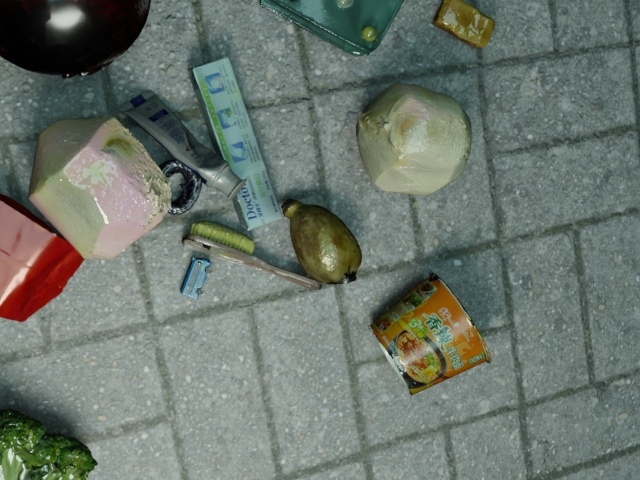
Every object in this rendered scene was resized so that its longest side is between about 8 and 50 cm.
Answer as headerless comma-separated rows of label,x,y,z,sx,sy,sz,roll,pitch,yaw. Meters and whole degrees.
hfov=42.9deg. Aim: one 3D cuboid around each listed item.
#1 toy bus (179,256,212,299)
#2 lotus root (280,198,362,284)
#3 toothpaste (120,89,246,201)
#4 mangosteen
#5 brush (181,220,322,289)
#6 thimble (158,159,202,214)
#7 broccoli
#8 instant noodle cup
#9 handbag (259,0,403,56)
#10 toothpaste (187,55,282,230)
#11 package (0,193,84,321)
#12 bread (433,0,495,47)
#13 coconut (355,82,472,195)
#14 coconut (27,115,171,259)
toy bus,-0.250,0.074,1.639,0.046,0.038,0.083,21,89,-16
lotus root,0.000,0.000,1.665,0.138,0.138,0.214,-38,95,-11
toothpaste,-0.257,-0.182,1.554,0.266,0.061,0.096,42,40,0
mangosteen,-0.444,-0.451,1.367,0.307,0.307,0.346,-18,117,-16
brush,-0.128,0.029,1.663,0.313,0.072,0.067,22,76,-20
thimble,-0.283,-0.106,1.592,0.095,0.066,0.104,33,86,-21
broccoli,-0.568,0.462,1.459,0.304,0.283,0.321,11,124,-32
instant noodle cup,0.222,0.207,1.728,0.182,0.230,0.230,-32,105,-2
handbag,0.049,-0.533,1.634,0.274,0.100,0.268,29,88,-20
toothpaste,-0.170,-0.189,1.620,0.081,0.067,0.336,-22,103,-16
package,-0.641,-0.022,1.455,0.424,0.123,0.196,37,87,-17
bread,0.309,-0.469,1.752,0.132,0.053,0.074,27,88,-17
coconut,0.179,-0.205,1.657,0.230,0.227,0.227,6,94,-20
coconut,-0.403,-0.110,1.464,0.233,0.233,0.245,-41,111,-10
